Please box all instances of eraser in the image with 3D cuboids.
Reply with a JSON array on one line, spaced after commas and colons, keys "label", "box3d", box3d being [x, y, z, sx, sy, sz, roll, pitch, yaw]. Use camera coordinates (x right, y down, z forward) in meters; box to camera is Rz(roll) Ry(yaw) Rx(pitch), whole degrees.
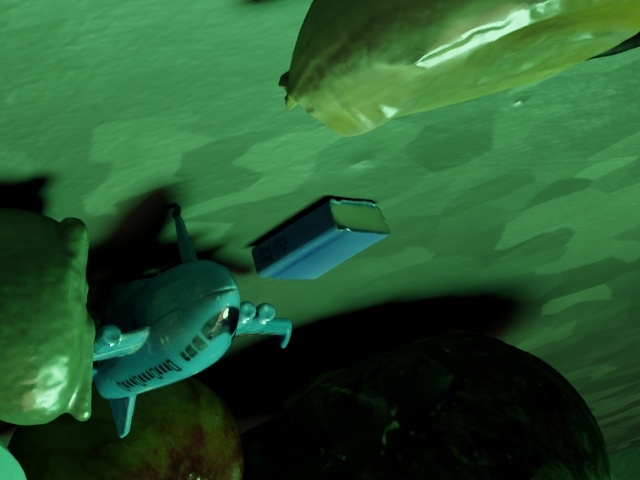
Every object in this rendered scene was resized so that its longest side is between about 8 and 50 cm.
[{"label": "eraser", "box3d": [0.000, 0.000, 1.002, 0.084, 0.027, 0.063, -31, 156, 36]}]

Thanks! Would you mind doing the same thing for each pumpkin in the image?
[{"label": "pumpkin", "box3d": [0.074, 0.288, 1.351, 0.454, 0.344, 0.454, -31, 177, -2]}]

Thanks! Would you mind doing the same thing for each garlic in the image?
[{"label": "garlic", "box3d": [0.067, -0.113, 0.633, 0.195, 0.087, 0.101, -23, 145, 3]}]

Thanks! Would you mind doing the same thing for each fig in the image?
[{"label": "fig", "box3d": [-0.231, 0.206, 1.205, 0.320, 0.217, 0.217, 5, 175, 32]}]

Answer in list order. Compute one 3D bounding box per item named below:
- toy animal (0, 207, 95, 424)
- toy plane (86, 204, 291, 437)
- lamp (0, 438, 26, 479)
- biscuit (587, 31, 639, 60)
[{"label": "toy animal", "box3d": [-0.260, 0.046, 0.794, 0.251, 0.127, 0.125, 1, 169, -12]}, {"label": "toy plane", "box3d": [-0.117, 0.064, 0.954, 0.254, 0.105, 0.271, -8, 158, -29]}, {"label": "lamp", "box3d": [-0.330, 0.219, 1.056, 0.209, 0.147, 0.284, -2, 119, 2]}, {"label": "biscuit", "box3d": [0.182, -0.144, 0.747, 0.322, 0.038, 0.099, -15, 158, -8]}]
